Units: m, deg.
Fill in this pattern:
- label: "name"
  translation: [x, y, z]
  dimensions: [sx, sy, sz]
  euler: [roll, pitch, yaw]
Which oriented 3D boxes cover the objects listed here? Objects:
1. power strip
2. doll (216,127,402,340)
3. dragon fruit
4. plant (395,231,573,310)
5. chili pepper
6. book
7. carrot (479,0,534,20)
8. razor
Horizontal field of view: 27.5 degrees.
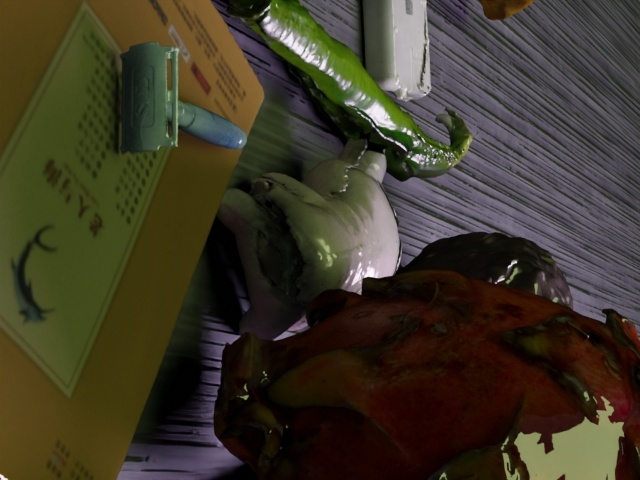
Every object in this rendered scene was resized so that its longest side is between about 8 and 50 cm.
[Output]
- label: "power strip"
  translation: [0.069, -0.221, 1.199]
  dimensions: [0.081, 0.035, 0.192]
  euler: [2, 85, -62]
- label: "doll"
  translation: [0.000, 0.000, 0.982]
  dimensions: [0.192, 0.095, 0.149]
  euler: [-21, 103, -58]
- label: "dragon fruit"
  translation: [0.089, 0.138, 0.864]
  dimensions: [0.315, 0.250, 0.250]
  euler: [-1, 86, -21]
- label: "plant"
  translation: [0.125, 0.096, 1.110]
  dimensions: [0.234, 0.204, 0.178]
  euler: [-42, 122, -64]
- label: "chili pepper"
  translation: [0.026, -0.129, 1.067]
  dimensions: [0.359, 0.076, 0.085]
  euler: [34, 32, -54]
- label: "book"
  translation: [-0.149, -0.042, 0.776]
  dimensions: [0.269, 0.032, 0.389]
  euler: [57, 39, -40]
- label: "carrot"
  translation: [0.222, -0.415, 1.296]
  dimensions: [0.340, 0.241, 0.241]
  euler: [64, 35, -32]
- label: "razor"
  translation: [-0.083, -0.077, 0.845]
  dimensions: [0.135, 0.040, 0.068]
  euler: [20, 69, -67]
